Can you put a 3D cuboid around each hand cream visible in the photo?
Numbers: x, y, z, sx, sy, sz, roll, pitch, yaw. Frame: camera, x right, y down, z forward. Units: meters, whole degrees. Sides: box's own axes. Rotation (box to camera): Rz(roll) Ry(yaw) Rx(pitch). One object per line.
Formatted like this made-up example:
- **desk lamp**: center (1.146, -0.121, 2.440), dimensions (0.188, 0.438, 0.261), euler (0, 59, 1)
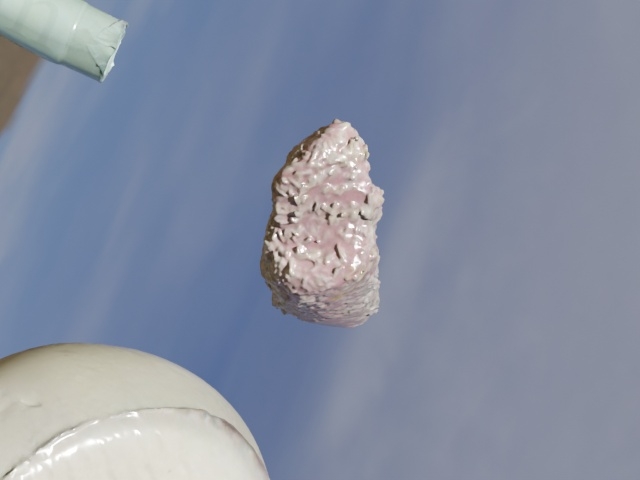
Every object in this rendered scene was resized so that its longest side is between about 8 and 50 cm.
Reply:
- **hand cream**: center (-0.237, -0.175, 1.318), dimensions (0.078, 0.205, 0.050), euler (-95, -149, -79)

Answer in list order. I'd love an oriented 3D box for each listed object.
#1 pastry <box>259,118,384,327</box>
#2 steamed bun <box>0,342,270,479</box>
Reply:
- **pastry**: center (0.002, 0.011, 1.534), dimensions (0.265, 0.103, 0.112), euler (87, -8, -66)
- **steamed bun**: center (-0.222, 0.253, 1.541), dimensions (0.241, 0.374, 0.374), euler (33, -88, 48)
